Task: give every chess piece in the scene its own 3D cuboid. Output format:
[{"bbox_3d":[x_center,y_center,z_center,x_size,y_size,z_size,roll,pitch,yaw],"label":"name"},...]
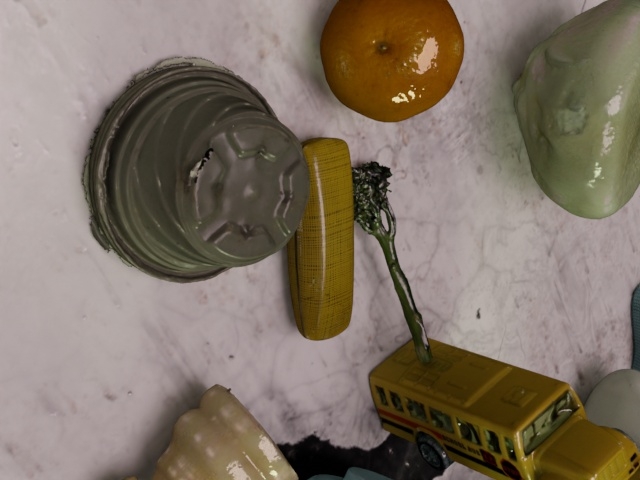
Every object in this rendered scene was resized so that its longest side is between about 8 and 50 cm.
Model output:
[{"bbox_3d":[-0.160,0.285,1.045,0.261,0.143,0.142,-41,123,-18],"label":"chess piece"}]

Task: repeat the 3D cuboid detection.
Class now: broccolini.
[{"bbox_3d":[0.091,0.027,1.184,0.071,0.057,0.254,-22,98,4],"label":"broccolini"}]

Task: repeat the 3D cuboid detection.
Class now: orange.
[{"bbox_3d":[0.078,-0.209,1.096,0.136,0.159,0.159,-28,127,-77],"label":"orange"}]

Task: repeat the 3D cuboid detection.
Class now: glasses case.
[{"bbox_3d":[0.000,0.000,1.133,0.079,0.064,0.234,-14,110,-39],"label":"glasses case"}]

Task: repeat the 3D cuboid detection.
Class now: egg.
[{"bbox_3d":[0.470,0.295,1.521,0.151,0.151,0.209,-21,113,-33],"label":"egg"}]

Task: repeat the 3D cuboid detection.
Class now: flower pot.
[{"bbox_3d":[-0.102,-0.060,0.991,0.235,0.140,0.235,-9,105,-35],"label":"flower pot"}]

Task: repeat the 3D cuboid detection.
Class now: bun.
[{"bbox_3d":[0.340,-0.173,1.298,0.283,0.179,0.283,-36,135,-47],"label":"bun"}]

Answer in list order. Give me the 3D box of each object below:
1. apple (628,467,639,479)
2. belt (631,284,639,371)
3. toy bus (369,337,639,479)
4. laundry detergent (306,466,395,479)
[{"bbox_3d":[0.473,0.491,1.353,0.374,0.374,0.384,9,118,-39],"label":"apple"},{"bbox_3d":[0.547,0.150,1.607,0.100,0.065,0.179,-11,110,-27],"label":"belt"},{"bbox_3d":[0.205,0.210,1.175,0.121,0.335,0.123,-33,115,-27],"label":"toy bus"},{"bbox_3d":[0.051,0.436,1.142,0.287,0.287,0.305,28,85,-39],"label":"laundry detergent"}]
